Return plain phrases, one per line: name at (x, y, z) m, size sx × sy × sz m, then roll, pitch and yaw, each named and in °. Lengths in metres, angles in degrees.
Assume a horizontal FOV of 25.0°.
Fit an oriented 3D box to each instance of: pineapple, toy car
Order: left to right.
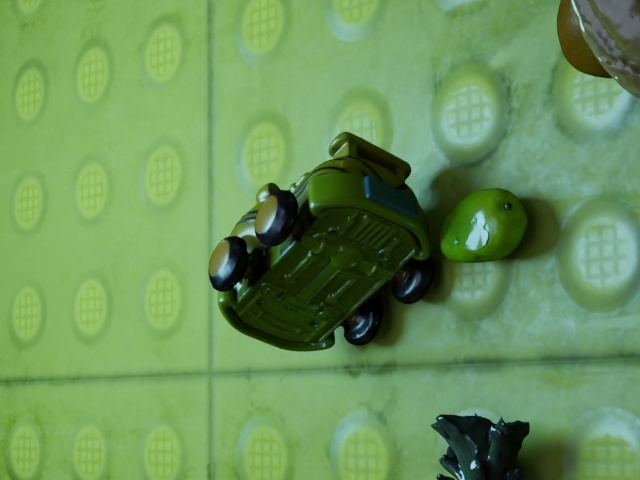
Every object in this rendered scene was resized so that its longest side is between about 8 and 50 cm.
toy car at (0.000, 0.000, 1.510) m, size 0.248 × 0.200 × 0.142 m, roll -41°, pitch 36°, yaw 34°
pineapple at (0.146, 0.316, 1.356) m, size 0.170 × 0.141 × 0.310 m, roll 137°, pitch 135°, yaw -65°

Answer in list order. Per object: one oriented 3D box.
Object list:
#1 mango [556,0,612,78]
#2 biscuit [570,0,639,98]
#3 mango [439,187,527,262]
mango at (0.303, -0.227, 1.230) m, size 0.253 × 0.138 × 0.113 m, roll -37°, pitch 63°, yaw 34°
biscuit at (0.370, -0.255, 1.123) m, size 0.376 × 0.051 × 0.269 m, roll -37°, pitch 82°, yaw 11°
mango at (0.158, -0.011, 1.424) m, size 0.108 × 0.056 × 0.073 m, roll -28°, pitch 60°, yaw 45°
